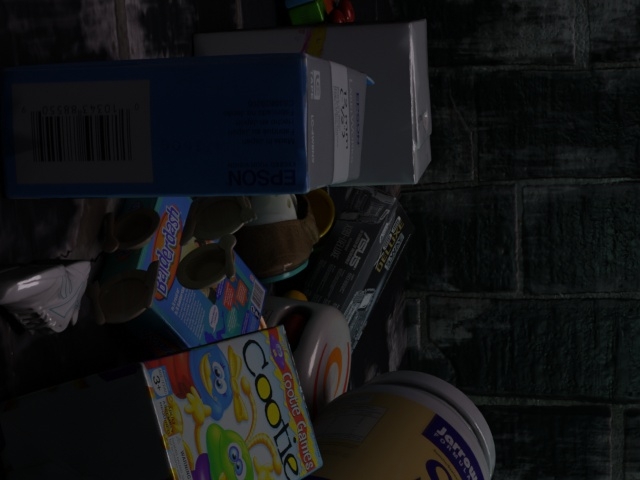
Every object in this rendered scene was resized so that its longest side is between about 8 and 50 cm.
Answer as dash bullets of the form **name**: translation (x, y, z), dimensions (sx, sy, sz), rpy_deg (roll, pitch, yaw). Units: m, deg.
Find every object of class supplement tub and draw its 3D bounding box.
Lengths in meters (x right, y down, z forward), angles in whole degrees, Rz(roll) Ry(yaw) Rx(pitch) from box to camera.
- **supplement tub**: translation (0.055, 0.311, 1.267), dimensions (0.331, 0.241, 0.241), rpy_deg (-40, 130, -57)

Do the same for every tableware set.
- **tableware set**: translation (-0.138, 0.010, 1.018), dimensions (0.141, 0.168, 0.020), rpy_deg (-95, 166, -48)

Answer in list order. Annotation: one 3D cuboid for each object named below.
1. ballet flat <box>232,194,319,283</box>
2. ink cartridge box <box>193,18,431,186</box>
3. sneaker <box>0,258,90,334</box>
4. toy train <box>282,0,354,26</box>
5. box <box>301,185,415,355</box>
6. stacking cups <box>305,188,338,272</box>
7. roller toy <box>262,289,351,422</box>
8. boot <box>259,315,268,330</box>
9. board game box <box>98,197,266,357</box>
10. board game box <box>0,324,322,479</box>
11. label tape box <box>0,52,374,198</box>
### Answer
- **ballet flat**: translation (-0.061, -0.025, 1.524), dimensions (0.342, 0.116, 0.124), rpy_deg (-40, 124, -79)
- **ink cartridge box**: translation (0.000, -0.178, 1.427), dimensions (0.198, 0.270, 0.197), rpy_deg (-49, 137, -74)
- **sneaker**: translation (-0.220, 0.046, 0.877), dimensions (0.152, 0.053, 0.061), rpy_deg (-1, 93, -79)
- **toy train**: translation (-0.011, -0.419, 1.857), dimensions (0.248, 0.105, 0.143), rpy_deg (-65, 139, -65)
- **box**: translation (0.044, 0.075, 1.826), dimensions (0.307, 0.076, 0.242), rpy_deg (-63, 165, -5)
- **stacking cups**: translation (0.000, 0.000, 1.887), dimensions (0.316, 0.096, 0.096), rpy_deg (61, 30, -72)
- **roller toy**: translation (-0.053, 0.168, 1.454), dimensions (0.191, 0.146, 0.209), rpy_deg (16, 82, -72)
- **boot**: translation (-0.120, 0.210, 1.243), dimensions (0.211, 0.104, 0.295), rpy_deg (-44, 131, -69)
- **board game box**: translation (-0.137, 0.053, 1.150), dimensions (0.210, 0.047, 0.160), rpy_deg (55, 32, -39)
- **board game box**: translation (-0.125, 0.168, 0.944), dimensions (0.275, 0.144, 0.142), rpy_deg (-4, 77, -70)
- **label tape box**: translation (-0.095, -0.099, 1.005), dimensions (0.347, 0.249, 0.115), rpy_deg (-17, 106, -78)
